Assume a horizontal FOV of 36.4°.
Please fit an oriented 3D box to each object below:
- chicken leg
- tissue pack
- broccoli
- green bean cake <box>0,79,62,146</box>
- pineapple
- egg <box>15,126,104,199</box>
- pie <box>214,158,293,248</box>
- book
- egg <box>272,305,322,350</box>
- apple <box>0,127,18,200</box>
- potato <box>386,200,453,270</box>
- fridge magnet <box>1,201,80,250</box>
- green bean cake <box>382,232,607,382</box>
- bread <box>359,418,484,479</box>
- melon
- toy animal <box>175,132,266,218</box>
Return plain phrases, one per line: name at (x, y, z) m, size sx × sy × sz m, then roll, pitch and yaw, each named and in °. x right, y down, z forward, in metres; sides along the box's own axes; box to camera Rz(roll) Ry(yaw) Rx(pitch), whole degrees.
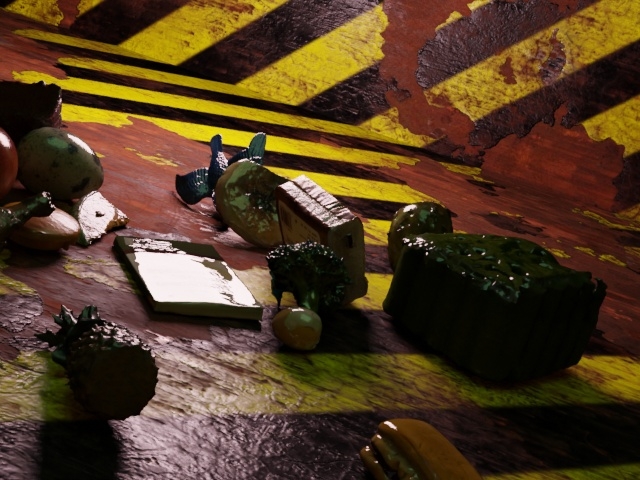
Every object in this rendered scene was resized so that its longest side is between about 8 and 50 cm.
chicken leg at (-0.517, -0.033, 1.586) m, size 0.085 × 0.069 × 0.198 m, roll 28°, pitch 43°, yaw 29°
tissue pack at (0.000, 0.000, 1.873) m, size 0.092 × 0.183 × 0.226 m, roll -24°, pitch 34°, yaw -22°
broccoli at (-0.023, 0.081, 1.705) m, size 0.155 × 0.167 × 0.160 m, roll 6°, pitch 55°, yaw 4°
green bean cake at (-0.651, -0.252, 2.005) m, size 0.233 × 0.198 × 0.097 m, roll 14°, pitch 48°, yaw -2°
pineapple at (-0.295, 0.149, 1.288) m, size 0.125 × 0.125 × 0.251 m, roll 7°, pitch 10°, yaw -31°
egg at (-0.518, -0.149, 1.929) m, size 0.182 × 0.141 × 0.141 m, roll 21°, pitch 15°, yaw -18°
pie at (-0.122, -0.067, 2.052) m, size 0.218 × 0.052 × 0.185 m, roll 23°, pitch 60°, yaw -12°
book at (-0.238, 0.061, 1.718) m, size 0.201 × 0.026 × 0.289 m, roll 7°, pitch 20°, yaw -28°
egg at (-0.039, 0.141, 1.584) m, size 0.083 × 0.071 × 0.071 m, roll 16°, pitch 17°, yaw 8°
apple at (-0.646, -0.136, 1.739) m, size 0.201 × 0.162 × 0.201 m, roll 5°, pitch 14°, yaw -1°
potato at (0.220, 0.004, 2.124) m, size 0.141 × 0.176 × 0.298 m, roll 27°, pitch -5°, yaw 11°
fridge magnet at (-0.489, -0.026, 1.690) m, size 0.143 × 0.063 × 0.143 m, roll 15°, pitch 19°, yaw -6°
green bean cake at (0.319, 0.101, 1.807) m, size 0.335 × 0.218 × 0.319 m, roll 1°, pitch 23°, yaw -46°
bread at (0.141, 0.305, 1.249) m, size 0.116 × 0.077 × 0.200 m, roll 16°, pitch 16°, yaw -32°
melon at (-0.435, -0.037, 1.828) m, size 0.098 × 0.054 × 0.182 m, roll 34°, pitch 19°, yaw 2°
toy animal at (-0.214, -0.140, 2.157) m, size 0.176 × 0.239 × 0.255 m, roll 48°, pitch 20°, yaw -71°
